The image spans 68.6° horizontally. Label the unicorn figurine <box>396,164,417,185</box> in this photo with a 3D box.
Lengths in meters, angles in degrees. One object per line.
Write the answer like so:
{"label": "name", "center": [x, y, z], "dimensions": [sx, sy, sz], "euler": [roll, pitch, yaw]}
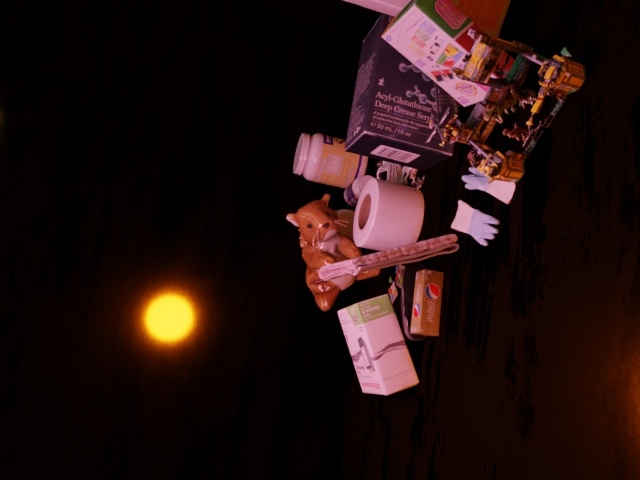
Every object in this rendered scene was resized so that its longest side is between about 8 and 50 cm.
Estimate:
{"label": "unicorn figurine", "center": [0.314, -0.256, 1.698], "dimensions": [0.162, 0.060, 0.111], "euler": [14, 92, 62]}

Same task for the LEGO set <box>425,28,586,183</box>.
{"label": "LEGO set", "center": [0.369, -0.295, 1.021], "dimensions": [0.331, 0.192, 0.254], "euler": [117, 146, -40]}

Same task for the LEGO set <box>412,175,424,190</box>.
{"label": "LEGO set", "center": [0.334, -0.190, 1.584], "dimensions": [0.054, 0.023, 0.083], "euler": [-39, 18, 49]}

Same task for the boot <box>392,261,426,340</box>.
{"label": "boot", "center": [0.248, 0.209, 1.469], "dimensions": [0.229, 0.091, 0.262], "euler": [137, 140, -68]}

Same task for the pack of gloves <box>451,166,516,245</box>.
{"label": "pack of gloves", "center": [0.396, -0.102, 1.196], "dimensions": [0.232, 0.046, 0.195], "euler": [-121, 45, -72]}

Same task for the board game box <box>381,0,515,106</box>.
{"label": "board game box", "center": [0.330, -0.482, 1.205], "dimensions": [0.064, 0.317, 0.242], "euler": [-55, 14, -1]}

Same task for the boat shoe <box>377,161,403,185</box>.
{"label": "boat shoe", "center": [0.264, -0.260, 1.833], "dimensions": [0.258, 0.084, 0.095], "euler": [-94, 19, -49]}

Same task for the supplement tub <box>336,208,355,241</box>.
{"label": "supplement tub", "center": [0.085, -0.038, 2.185], "dimensions": [0.272, 0.191, 0.191], "euler": [167, 114, -76]}

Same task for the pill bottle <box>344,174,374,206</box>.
{"label": "pill bottle", "center": [0.183, -0.226, 2.113], "dimensions": [0.193, 0.108, 0.108], "euler": [143, 137, -72]}

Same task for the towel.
{"label": "towel", "center": [0.188, 0.055, 1.374], "dimensions": [0.317, 0.332, 0.053], "euler": [157, 100, -73]}

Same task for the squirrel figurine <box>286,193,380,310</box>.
{"label": "squirrel figurine", "center": [0.000, 0.000, 1.848], "dimensions": [0.370, 0.281, 0.397], "euler": [62, 174, -28]}

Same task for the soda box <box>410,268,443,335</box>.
{"label": "soda box", "center": [0.301, 0.177, 1.326], "dimensions": [0.058, 0.061, 0.181], "euler": [143, 137, -71]}

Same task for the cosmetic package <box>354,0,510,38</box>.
{"label": "cosmetic package", "center": [0.290, -0.719, 1.270], "dimensions": [0.161, 0.454, 0.230], "euler": [-109, 32, -67]}

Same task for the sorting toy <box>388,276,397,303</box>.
{"label": "sorting toy", "center": [0.250, 0.171, 1.645], "dimensions": [0.062, 0.012, 0.083], "euler": [104, 164, -45]}

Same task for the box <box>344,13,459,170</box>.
{"label": "box", "center": [0.271, -0.462, 1.502], "dimensions": [0.212, 0.294, 0.395], "euler": [159, 121, -75]}

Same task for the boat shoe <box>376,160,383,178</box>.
{"label": "boat shoe", "center": [0.263, -0.316, 1.969], "dimensions": [0.056, 0.049, 0.152], "euler": [145, 135, -73]}

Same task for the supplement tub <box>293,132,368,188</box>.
{"label": "supplement tub", "center": [0.048, -0.399, 2.351], "dimensions": [0.241, 0.332, 0.240], "euler": [-169, 90, -77]}

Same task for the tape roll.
{"label": "tape roll", "center": [0.230, -0.082, 1.632], "dimensions": [0.246, 0.169, 0.246], "euler": [-169, 90, -77]}

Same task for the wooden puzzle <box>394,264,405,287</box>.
{"label": "wooden puzzle", "center": [0.275, 0.121, 1.609], "dimensions": [0.116, 0.014, 0.078], "euler": [-166, 87, -78]}

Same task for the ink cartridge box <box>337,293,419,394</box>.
{"label": "ink cartridge box", "center": [0.168, 0.319, 1.431], "dimensions": [0.198, 0.115, 0.272], "euler": [133, 120, -69]}
